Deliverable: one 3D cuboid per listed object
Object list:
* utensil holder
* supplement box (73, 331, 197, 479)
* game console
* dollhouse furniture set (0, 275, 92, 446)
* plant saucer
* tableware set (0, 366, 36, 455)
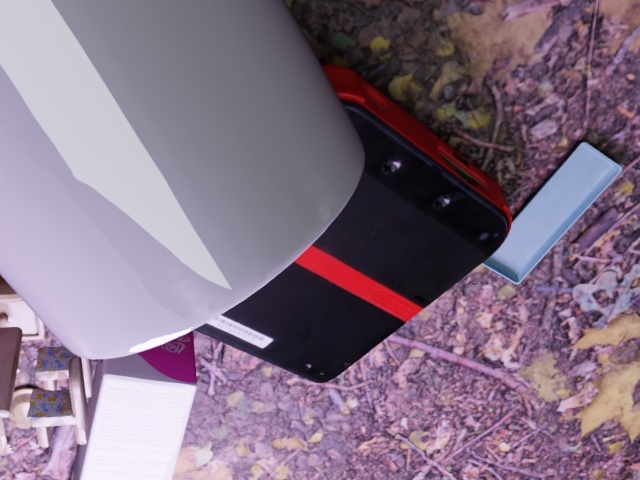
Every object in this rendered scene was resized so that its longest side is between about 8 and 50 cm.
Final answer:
[{"bbox_3d":[-0.187,-0.150,0.839,0.328,0.327,0.385,-30,114,10],"label":"utensil holder"},{"bbox_3d":[-0.227,0.220,1.317,0.114,0.111,0.220,9,120,-14],"label":"supplement box"},{"bbox_3d":[0.000,0.000,1.196,0.342,0.060,0.386,-39,136,20],"label":"game console"},{"bbox_3d":[-0.354,0.089,1.138,0.212,0.242,0.161,-3,122,-7],"label":"dollhouse furniture set"},{"bbox_3d":[0.271,-0.033,1.293,0.067,0.018,0.192,29,114,-24],"label":"plant saucer"},{"bbox_3d":[-0.412,0.197,1.328,0.141,0.020,0.168,-28,120,6],"label":"tableware set"}]
